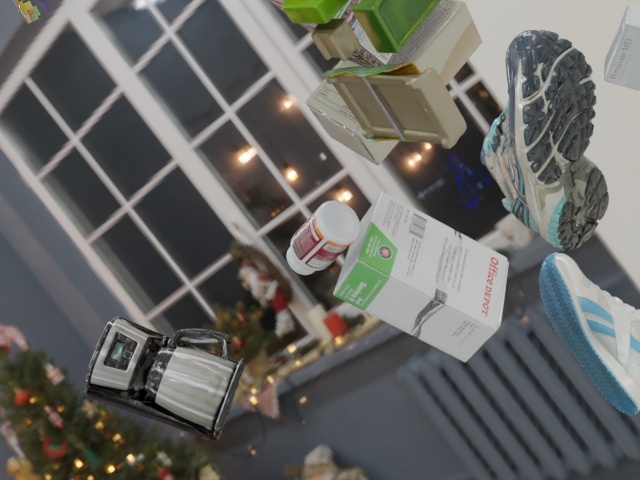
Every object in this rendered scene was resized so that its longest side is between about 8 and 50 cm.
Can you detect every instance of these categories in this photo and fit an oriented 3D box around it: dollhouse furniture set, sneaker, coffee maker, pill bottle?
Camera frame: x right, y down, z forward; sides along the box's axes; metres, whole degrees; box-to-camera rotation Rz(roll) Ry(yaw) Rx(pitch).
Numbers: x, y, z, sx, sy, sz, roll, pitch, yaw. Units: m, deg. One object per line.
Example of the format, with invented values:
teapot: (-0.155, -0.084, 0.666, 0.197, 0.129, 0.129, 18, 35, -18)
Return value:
dollhouse furniture set: (0.111, -0.296, 1.427, 0.197, 0.301, 0.151, 14, 61, 44)
sneaker: (0.216, -0.103, 0.988, 0.110, 0.283, 0.122, -43, 48, -20)
sneaker: (0.372, 0.110, 1.225, 0.092, 0.229, 0.087, -30, -7, -14)
coffee maker: (-0.197, 0.183, 1.168, 0.120, 0.178, 0.171, -70, 0, -45)
pill bottle: (0.000, 0.000, 1.655, 0.086, 0.086, 0.152, -40, -3, -40)

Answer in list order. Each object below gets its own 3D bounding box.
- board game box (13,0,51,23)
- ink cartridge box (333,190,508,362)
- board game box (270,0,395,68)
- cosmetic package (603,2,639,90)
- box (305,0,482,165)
board game box: (-0.530, -0.467, 1.610, 0.048, 0.170, 0.141, -29, 26, -13)
ink cartridge box: (0.195, 0.069, 1.765, 0.122, 0.289, 0.211, -57, 7, 42)
board game box: (0.033, -0.453, 1.504, 0.232, 0.291, 0.141, -58, 39, 2)
cosmetic package: (0.600, -0.298, 1.546, 0.085, 0.231, 0.117, -68, -9, -45)
box: (0.135, -0.308, 1.708, 0.311, 0.148, 0.121, -49, -37, -5)
